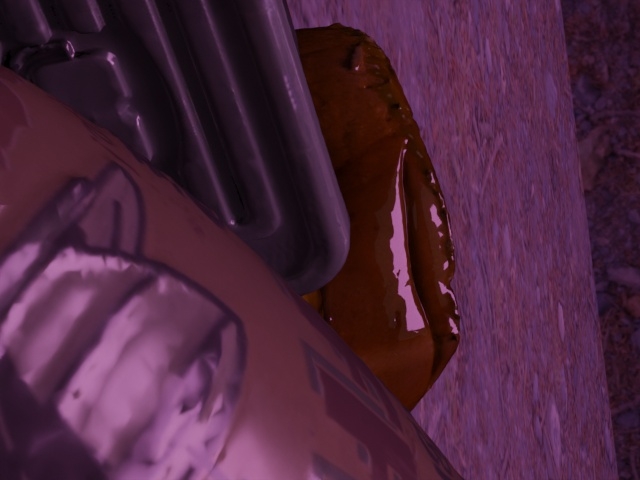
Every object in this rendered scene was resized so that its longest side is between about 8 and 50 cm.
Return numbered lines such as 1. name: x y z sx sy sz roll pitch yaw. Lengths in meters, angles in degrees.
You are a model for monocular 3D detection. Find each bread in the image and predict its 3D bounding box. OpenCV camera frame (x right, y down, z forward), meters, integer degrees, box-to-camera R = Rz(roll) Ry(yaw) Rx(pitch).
1. bread: 0.000 0.000 1.020 0.236 0.070 0.236 171 -90 -74

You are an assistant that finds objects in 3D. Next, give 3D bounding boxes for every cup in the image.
1. cup: -0.094 0.051 0.607 0.257 0.227 0.301 58 6 -29

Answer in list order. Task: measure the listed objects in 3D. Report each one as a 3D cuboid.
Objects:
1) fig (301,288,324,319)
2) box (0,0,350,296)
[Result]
1. fig: -0.055 0.034 0.898 0.153 0.121 0.136 -56 135 -71
2. box: -0.087 -0.090 0.771 0.135 0.163 0.243 -92 167 -46
